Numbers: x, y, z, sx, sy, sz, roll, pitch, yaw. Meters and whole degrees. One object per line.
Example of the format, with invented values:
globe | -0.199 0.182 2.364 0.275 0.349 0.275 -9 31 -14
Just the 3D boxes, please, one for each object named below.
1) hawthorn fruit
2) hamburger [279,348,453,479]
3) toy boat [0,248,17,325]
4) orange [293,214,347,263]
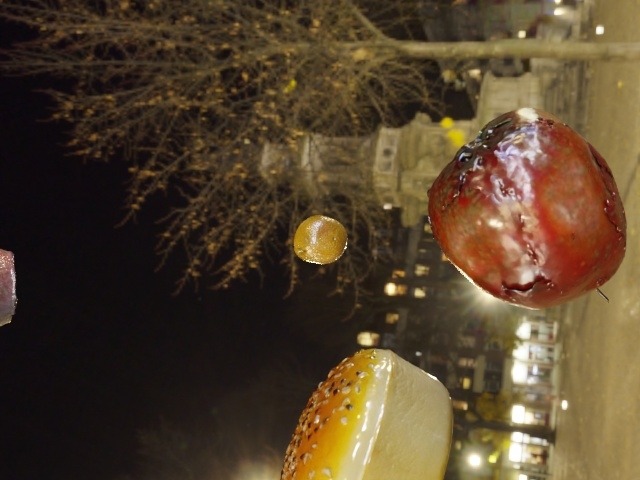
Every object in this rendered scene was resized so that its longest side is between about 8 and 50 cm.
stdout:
hawthorn fruit | 0.221 -0.015 0.692 0.235 0.181 0.181 40 -139 -13
hamburger | 0.046 0.280 0.891 0.300 0.176 0.301 19 -90 -90
toy boat | -0.679 0.074 1.217 0.282 0.096 0.206 11 -133 -35
orange | 0.000 0.000 1.078 0.085 0.084 0.085 4 -90 -72
